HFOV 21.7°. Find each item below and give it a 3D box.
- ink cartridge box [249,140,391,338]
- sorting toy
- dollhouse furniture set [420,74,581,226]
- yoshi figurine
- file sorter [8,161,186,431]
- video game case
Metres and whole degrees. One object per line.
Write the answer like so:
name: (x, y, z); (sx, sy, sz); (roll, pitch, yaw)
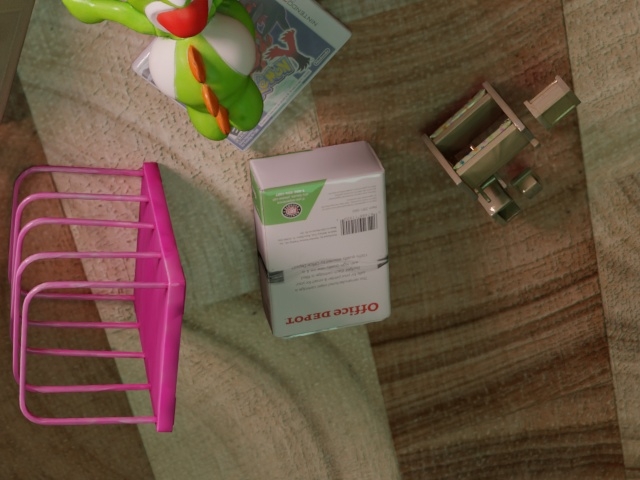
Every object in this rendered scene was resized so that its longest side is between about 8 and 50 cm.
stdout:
ink cartridge box: (0.000, 0.000, 2.112); (0.160, 0.092, 0.219); (-9, 122, -10)
sorting toy: (-0.406, -0.202, 1.853); (0.196, 0.047, 0.348); (-26, 143, -55)
dollhouse furniture set: (0.248, -0.134, 2.126); (0.182, 0.101, 0.161); (-40, 146, 9)
yoshi figurine: (-0.160, -0.279, 1.821); (0.203, 0.203, 0.362); (-55, 141, -34)
file sorter: (-0.271, 0.060, 1.958); (0.182, 0.291, 0.202); (1, 119, -13)
video game case: (-0.093, -0.228, 1.994); (0.183, 0.023, 0.201); (36, 105, -30)
